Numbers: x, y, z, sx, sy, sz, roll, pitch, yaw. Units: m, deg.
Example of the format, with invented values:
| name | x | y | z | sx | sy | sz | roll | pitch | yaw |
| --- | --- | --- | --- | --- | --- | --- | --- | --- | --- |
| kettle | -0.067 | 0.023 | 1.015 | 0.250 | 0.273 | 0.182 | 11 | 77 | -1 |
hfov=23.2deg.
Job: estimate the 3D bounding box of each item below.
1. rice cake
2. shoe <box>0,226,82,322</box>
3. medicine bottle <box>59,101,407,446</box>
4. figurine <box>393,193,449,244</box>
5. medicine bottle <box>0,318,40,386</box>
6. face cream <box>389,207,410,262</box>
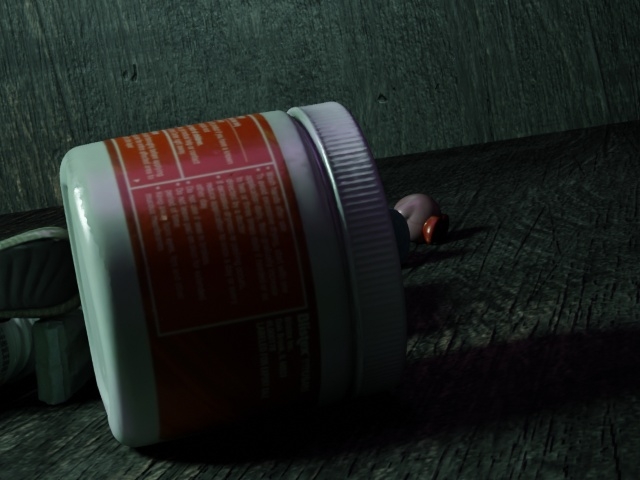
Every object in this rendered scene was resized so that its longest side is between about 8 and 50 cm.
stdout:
| name | x | y | z | sx | sy | sz | roll | pitch | yaw |
| --- | --- | --- | --- | --- | --- | --- | --- | --- | --- |
| rice cake | -0.239 | 0.099 | 1.590 | 0.040 | 0.085 | 0.226 | -1 | 10 | 12 |
| shoe | -0.322 | 0.042 | 1.505 | 0.227 | 0.099 | 0.112 | -6 | -4 | 4 |
| medicine bottle | -0.077 | 0.027 | 1.290 | 0.240 | 0.253 | 0.252 | -11 | 8 | -10 |
| figurine | 0.133 | -0.029 | 2.104 | 0.071 | 0.067 | 0.083 | 15 | 0 | 20 |
| medicine bottle | -0.356 | 0.109 | 1.584 | 0.105 | 0.105 | 0.168 | -6 | 9 | 27 |
| face cream | 0.000 | 0.000 | 2.011 | 0.250 | 0.077 | 0.077 | -2 | 11 | 45 |
